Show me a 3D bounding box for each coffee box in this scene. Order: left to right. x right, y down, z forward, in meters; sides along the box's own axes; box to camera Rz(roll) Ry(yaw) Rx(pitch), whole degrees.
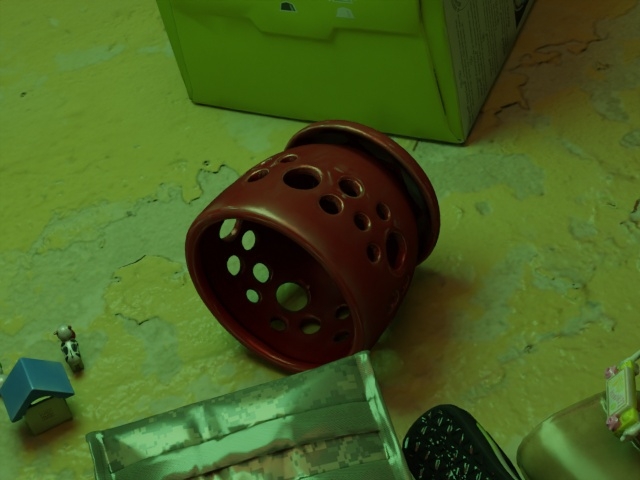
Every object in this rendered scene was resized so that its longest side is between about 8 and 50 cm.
[{"bbox_3d":[0.030,-0.352,1.437,0.337,0.338,0.334,10,51,23],"label":"coffee box"}]

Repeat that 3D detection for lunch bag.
[{"bbox_3d":[-0.030,0.258,0.997,0.235,0.169,0.287,-16,52,-3],"label":"lunch bag"}]

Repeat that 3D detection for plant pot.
[{"bbox_3d":[0.000,0.000,1.221,0.191,0.191,0.174,16,45,27],"label":"plant pot"}]

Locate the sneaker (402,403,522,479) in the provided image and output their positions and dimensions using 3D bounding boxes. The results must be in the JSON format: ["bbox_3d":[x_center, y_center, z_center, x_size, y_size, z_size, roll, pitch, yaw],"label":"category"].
[{"bbox_3d":[0.140,0.216,1.034,0.084,0.097,0.235,-39,35,14],"label":"sneaker"}]

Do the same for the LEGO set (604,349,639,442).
[{"bbox_3d":[0.303,0.100,1.066,0.132,0.107,0.287,47,32,5],"label":"LEGO set"}]

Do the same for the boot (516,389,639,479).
[{"bbox_3d":[0.313,0.204,1.018,0.236,0.089,0.269,-19,42,-14],"label":"boot"}]

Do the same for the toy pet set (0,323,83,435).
[{"bbox_3d":[-0.279,0.122,1.252,0.122,0.065,0.114,-25,46,-10],"label":"toy pet set"}]
